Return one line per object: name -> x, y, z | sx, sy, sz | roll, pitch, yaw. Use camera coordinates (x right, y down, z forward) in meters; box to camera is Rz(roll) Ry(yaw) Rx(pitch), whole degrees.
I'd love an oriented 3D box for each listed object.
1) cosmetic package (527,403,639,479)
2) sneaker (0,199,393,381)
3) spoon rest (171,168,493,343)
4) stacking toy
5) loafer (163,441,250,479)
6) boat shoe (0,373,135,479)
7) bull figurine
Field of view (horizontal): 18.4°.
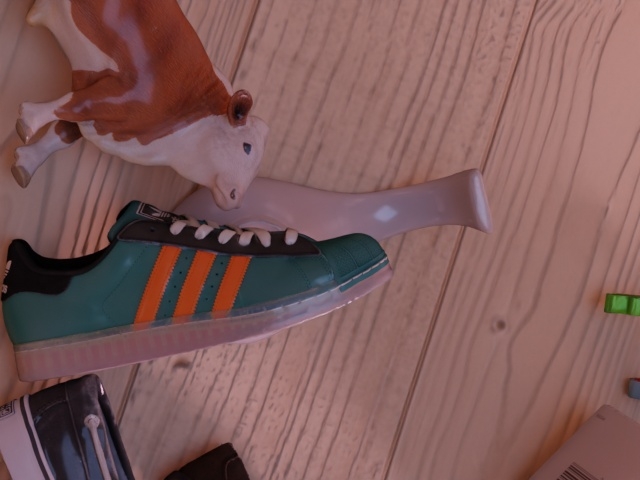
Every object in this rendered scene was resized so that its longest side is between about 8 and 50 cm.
cosmetic package -> 0.319, 0.344, 1.733 | 0.197, 0.155, 0.365 | -45, 111, -4
sneaker -> -0.099, 0.021, 1.517 | 0.302, 0.108, 0.121 | -13, 93, -1
spoon rest -> 0.000, 0.000, 1.631 | 0.276, 0.084, 0.137 | -14, 98, -11
stacking toy -> 0.343, 0.138, 1.808 | 0.221, 0.052, 0.167 | 6, 95, -20
loafer -> -0.033, 0.252, 1.616 | 0.078, 0.080, 0.220 | -46, 110, -16
boat shoe -> -0.148, 0.248, 1.535 | 0.105, 0.113, 0.306 | -22, 97, 2
bull figurine -> -0.166, -0.148, 1.510 | 0.188, 0.101, 0.310 | -25, 92, -23
